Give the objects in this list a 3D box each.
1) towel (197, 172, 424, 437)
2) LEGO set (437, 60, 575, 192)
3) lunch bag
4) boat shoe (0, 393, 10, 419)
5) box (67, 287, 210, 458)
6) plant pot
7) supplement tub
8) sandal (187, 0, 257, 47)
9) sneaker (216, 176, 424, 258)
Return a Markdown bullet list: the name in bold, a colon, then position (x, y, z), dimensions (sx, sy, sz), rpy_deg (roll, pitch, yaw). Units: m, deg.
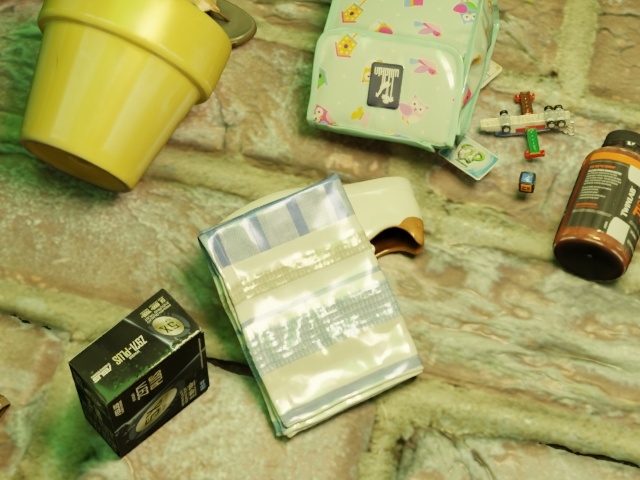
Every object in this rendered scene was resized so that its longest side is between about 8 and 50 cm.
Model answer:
- **towel**: position (-0.012, 0.081, 1.854), dimensions (0.209, 0.034, 0.285), rpy_deg (-23, 87, -10)
- **LEGO set**: position (0.233, -0.155, 2.053), dimensions (0.244, 0.060, 0.182), rpy_deg (37, 66, 29)
- **lunch bag**: position (0.113, -0.249, 2.015), dimensions (0.223, 0.160, 0.262), rpy_deg (11, 63, 15)
- **boat shoe**: position (-0.439, 0.255, 1.785), dimensions (0.066, 0.066, 0.183), rpy_deg (21, 63, 7)
- **box**: position (-0.216, 0.163, 1.779), dimensions (0.147, 0.180, 0.077), rpy_deg (-38, 69, -20)
- **plant pot**: position (-0.277, -0.203, 1.952), dimensions (0.254, 0.254, 0.239), rpy_deg (21, 79, 8)
- **supplement tub**: position (0.386, -0.052, 1.961), dimensions (0.106, 0.106, 0.198), rpy_deg (20, 64, 8)
- **sandal**: position (-0.189, -0.352, 2.121), dimensions (0.219, 0.060, 0.090), rpy_deg (41, 68, 18)
- **sneaker**: position (0.000, 0.000, 1.916), dimensions (0.290, 0.106, 0.123), rpy_deg (-13, 61, -11)
